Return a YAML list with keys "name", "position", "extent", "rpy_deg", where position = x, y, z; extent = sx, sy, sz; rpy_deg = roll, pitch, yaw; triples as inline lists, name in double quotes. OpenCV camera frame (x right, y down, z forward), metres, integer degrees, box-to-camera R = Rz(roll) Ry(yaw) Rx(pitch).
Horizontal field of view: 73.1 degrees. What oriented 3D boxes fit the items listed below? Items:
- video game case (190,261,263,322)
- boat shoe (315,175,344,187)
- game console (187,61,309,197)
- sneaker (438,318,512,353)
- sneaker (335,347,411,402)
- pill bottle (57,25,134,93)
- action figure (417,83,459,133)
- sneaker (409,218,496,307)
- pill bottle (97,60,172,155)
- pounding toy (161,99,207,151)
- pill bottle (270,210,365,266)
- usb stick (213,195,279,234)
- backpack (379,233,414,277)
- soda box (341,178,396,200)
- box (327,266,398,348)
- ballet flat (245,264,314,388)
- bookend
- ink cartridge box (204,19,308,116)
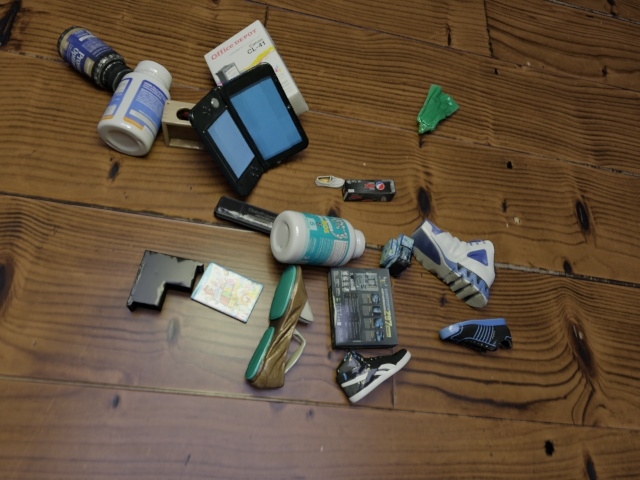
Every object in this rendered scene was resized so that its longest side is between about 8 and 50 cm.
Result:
- name: "video game case"
  position: [-0.259, 0.144, 1.211]
  extent: [0.167, 0.015, 0.119]
  rpy_deg: [24, 64, -2]
- name: "boat shoe"
  position: [0.034, -0.196, 1.417]
  extent: [0.100, 0.035, 0.035]
  rpy_deg: [3, 66, -12]
- name: "game console"
  position: [-0.194, -0.316, 1.253]
  extent: [0.174, 0.293, 0.250]
  rpy_deg: [-10, 38, 28]
- name: "sneaker"
  position: [0.466, 0.289, 1.280]
  extent: [0.233, 0.081, 0.090]
  rpy_deg: [-3, 60, -16]
- name: "sneaker"
  position: [0.139, 0.332, 1.186]
  extent: [0.217, 0.079, 0.121]
  rpy_deg: [-31, 78, -22]
- name: "pill bottle"
  position: [-0.698, -0.560, 1.358]
  extent: [0.219, 0.122, 0.122]
  rpy_deg: [37, 64, 5]
- name: "action figure"
  position: [0.419, -0.473, 1.614]
  extent: [0.137, 0.063, 0.232]
  rpy_deg: [36, 60, 2]
- name: "sneaker"
  position: [0.438, 0.043, 1.369]
  extent: [0.315, 0.127, 0.182]
  rpy_deg: [46, 61, 1]
- name: "pill bottle"
  position: [-0.548, -0.407, 1.310]
  extent: [0.153, 0.152, 0.271]
  rpy_deg: [15, 64, -6]
- name: "pounding toy"
  position: [-0.367, -0.363, 1.315]
  extent: [0.206, 0.181, 0.094]
  rpy_deg: [5, 66, -11]
- name: "pill bottle"
  position: [0.000, 0.000, 1.241]
  extent: [0.264, 0.146, 0.146]
  rpy_deg: [6, 63, -36]
- name: "usb stick"
  position: [-0.182, -0.063, 1.304]
  extent: [0.278, 0.045, 0.077]
  rpy_deg: [18, 57, -5]
- name: "backpack"
  position: [0.236, 0.037, 1.324]
  extent: [0.084, 0.105, 0.114]
  rpy_deg: [25, 58, -3]
- name: "soda box"
  position: [0.158, -0.164, 1.419]
  extent: [0.169, 0.060, 0.053]
  rpy_deg: [-1, 66, -13]
- name: "box"
  position: [0.119, 0.194, 1.253]
  extent: [0.184, 0.059, 0.232]
  rpy_deg: [1, 66, -12]
- name: "ballet flat"
  position: [-0.088, 0.237, 1.168]
  extent: [0.124, 0.116, 0.342]
  rpy_deg: [29, 62, -22]
- name: "bookend"
  position: [-0.409, 0.122, 1.154]
  extent: [0.158, 0.072, 0.156]
  rpy_deg: [13, 66, -8]
- name: "ink cartridge box"
  position: [-0.210, -0.512, 1.403]
  extent: [0.226, 0.131, 0.306]
  rpy_deg: [-29, 75, 8]
